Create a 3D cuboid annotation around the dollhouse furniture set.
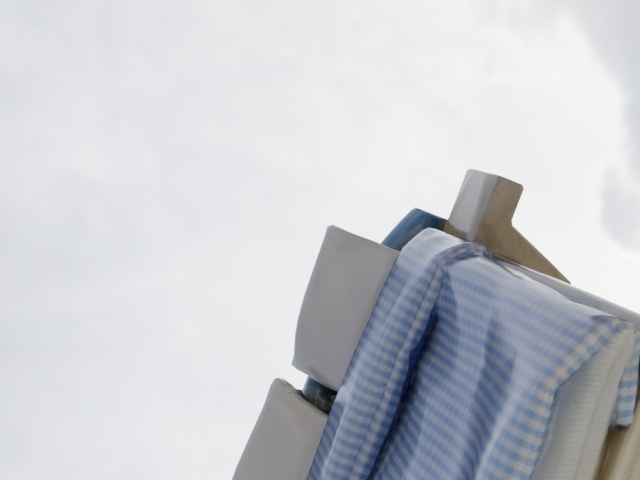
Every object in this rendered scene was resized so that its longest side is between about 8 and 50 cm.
[{"bbox_3d":[0.000,0.000,0.350,0.198,0.286,0.303,20,-86,-11],"label":"dollhouse furniture set"}]
